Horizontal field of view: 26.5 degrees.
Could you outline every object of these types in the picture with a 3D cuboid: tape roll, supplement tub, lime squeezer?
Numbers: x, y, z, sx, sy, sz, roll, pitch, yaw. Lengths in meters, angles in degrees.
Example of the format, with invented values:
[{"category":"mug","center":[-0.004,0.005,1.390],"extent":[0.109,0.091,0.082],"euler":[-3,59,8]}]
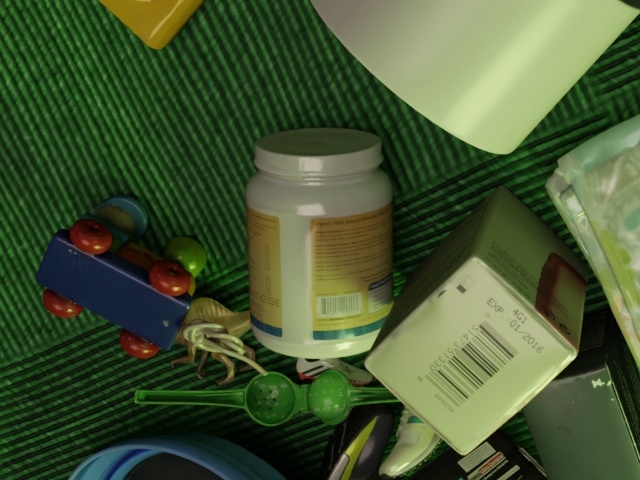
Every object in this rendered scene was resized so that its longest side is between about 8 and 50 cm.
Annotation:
[{"category":"tape roll","center":[0.129,-0.216,1.167],"extent":[0.246,0.246,0.169],"euler":[41,111,-1]},{"category":"supplement tub","center":[0.000,0.000,1.321],"extent":[0.144,0.144,0.199],"euler":[3,108,13]},{"category":"lime squeezer","center":[-0.023,0.153,1.378],"extent":[0.311,0.110,0.058],"euler":[-2,65,14]}]

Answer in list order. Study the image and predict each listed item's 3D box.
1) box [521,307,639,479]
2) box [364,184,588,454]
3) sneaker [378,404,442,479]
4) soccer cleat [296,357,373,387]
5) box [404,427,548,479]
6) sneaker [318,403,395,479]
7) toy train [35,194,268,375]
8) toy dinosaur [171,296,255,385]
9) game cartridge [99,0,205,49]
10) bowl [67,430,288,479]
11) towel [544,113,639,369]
[{"category":"box","center":[0.261,0.170,1.301],"extent":[0.093,0.158,0.156],"euler":[-18,101,19]},{"category":"box","center":[0.151,0.067,1.256],"extent":[0.127,0.232,0.148],"euler":[43,112,-2]},{"category":"sneaker","center":[0.097,0.171,1.361],"extent":[0.075,0.161,0.057],"euler":[44,153,6]},{"category":"soccer cleat","center":[0.014,0.134,1.423],"extent":[0.083,0.029,0.035],"euler":[8,115,17]},{"category":"box","center":[0.136,0.348,1.270],"extent":[0.257,0.322,0.079],"euler":[42,143,23]},{"category":"sneaker","center":[0.050,0.303,1.438],"extent":[0.121,0.111,0.299],"euler":[10,115,1]},{"category":"toy train","center":[-0.149,0.048,1.383],"extent":[0.248,0.143,0.105],"euler":[28,120,-1]},{"category":"toy dinosaur","center":[-0.103,0.101,1.429],"extent":[0.183,0.053,0.092],"euler":[-12,102,18]},{"category":"game cartridge","center":[-0.159,-0.393,1.288],"extent":[0.285,0.052,0.323],"euler":[42,113,-2]},{"category":"bowl","center":[-0.125,0.387,1.449],"extent":[0.391,0.077,0.391],"euler":[12,111,33]},{"category":"towel","center":[0.422,-0.007,1.200],"extent":[0.375,0.090,0.320],"euler":[-27,81,24]}]
